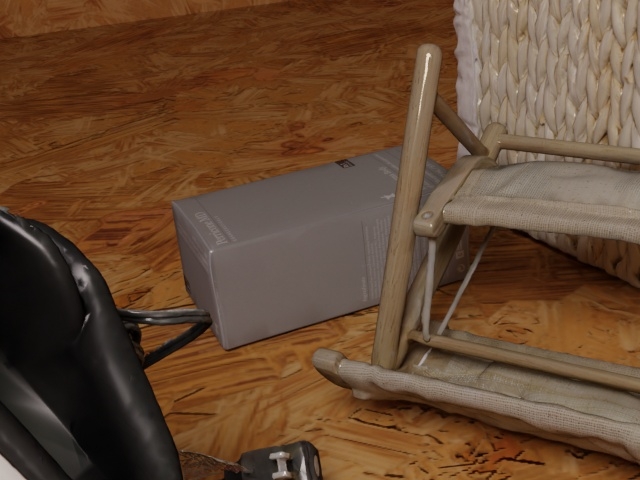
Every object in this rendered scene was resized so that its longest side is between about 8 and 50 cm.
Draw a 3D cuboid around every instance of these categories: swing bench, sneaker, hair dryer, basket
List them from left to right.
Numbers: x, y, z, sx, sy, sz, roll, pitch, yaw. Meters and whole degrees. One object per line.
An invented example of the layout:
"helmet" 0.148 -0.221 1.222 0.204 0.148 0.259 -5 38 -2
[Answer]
"sneaker" -0.228 0.071 0.522 0.447 0.257 0.169 25 18 27
"hair dryer" -0.158 0.091 0.639 0.293 0.223 0.080 -11 46 23
"swing bench" 0.169 0.018 0.722 0.253 0.255 0.165 10 -13 34
"basket" 0.322 -0.167 0.956 0.328 0.331 0.266 -18 31 -21

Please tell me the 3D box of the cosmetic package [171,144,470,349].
"cosmetic package" 0.000 0.000 0.939 0.238 0.107 0.127 -13 26 -21
